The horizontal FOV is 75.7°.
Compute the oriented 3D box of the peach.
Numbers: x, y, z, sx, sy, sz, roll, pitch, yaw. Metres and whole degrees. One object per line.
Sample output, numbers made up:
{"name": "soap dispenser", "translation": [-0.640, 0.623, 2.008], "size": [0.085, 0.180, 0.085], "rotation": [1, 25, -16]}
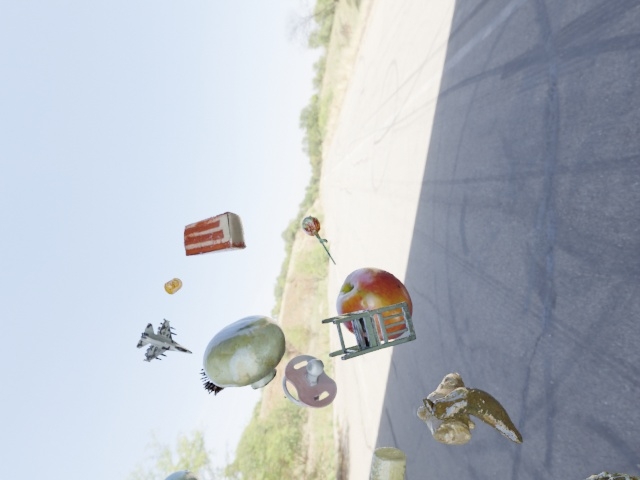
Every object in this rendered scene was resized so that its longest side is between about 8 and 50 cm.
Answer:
{"name": "peach", "translation": [0.271, 0.321, 2.029], "size": [0.388, 0.389, 0.387], "rotation": [-173, 90, -88]}

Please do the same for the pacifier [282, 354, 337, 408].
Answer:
{"name": "pacifier", "translation": [-0.050, 0.746, 2.233], "size": [0.273, 0.220, 0.332], "rotation": [-49, 53, 12]}

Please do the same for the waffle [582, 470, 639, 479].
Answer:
{"name": "waffle", "translation": [0.823, 0.739, 1.217], "size": [0.223, 0.204, 0.054], "rotation": [96, 152, -64]}

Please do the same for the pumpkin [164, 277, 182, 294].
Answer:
{"name": "pumpkin", "translation": [-0.526, 0.162, 1.492], "size": [0.050, 0.083, 0.028], "rotation": [60, -156, -7]}

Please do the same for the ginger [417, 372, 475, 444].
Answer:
{"name": "ginger", "translation": [0.454, 0.581, 1.445], "size": [0.354, 0.190, 0.126], "rotation": [-26, -71, -59]}

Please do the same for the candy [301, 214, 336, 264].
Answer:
{"name": "candy", "translation": [0.001, -0.001, 1.753], "size": [0.287, 0.078, 0.084], "rotation": [58, 168, 39]}

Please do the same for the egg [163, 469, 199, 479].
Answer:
{"name": "egg", "translation": [-0.504, 0.923, 1.451], "size": [0.236, 0.169, 0.169], "rotation": [-110, 27, -73]}

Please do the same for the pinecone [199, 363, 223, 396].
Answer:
{"name": "pinecone", "translation": [-0.522, 0.668, 2.041], "size": [0.163, 0.165, 0.163], "rotation": [-40, -8, -7]}

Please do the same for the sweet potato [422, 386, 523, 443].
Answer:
{"name": "sweet potato", "translation": [0.482, 0.530, 1.300], "size": [0.098, 0.310, 0.124], "rotation": [79, -154, -78]}

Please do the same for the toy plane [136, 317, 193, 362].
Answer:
{"name": "toy plane", "translation": [-0.566, 0.372, 1.493], "size": [0.234, 0.082, 0.159], "rotation": [47, -122, -51]}

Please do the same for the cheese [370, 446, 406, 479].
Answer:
{"name": "cheese", "translation": [0.237, 0.828, 1.452], "size": [0.094, 0.123, 0.167], "rotation": [-156, 70, -85]}

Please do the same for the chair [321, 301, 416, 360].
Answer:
{"name": "chair", "translation": [0.158, 0.301, 1.388], "size": [0.147, 0.271, 0.136], "rotation": [147, 110, -70]}

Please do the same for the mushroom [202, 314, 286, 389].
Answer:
{"name": "mushroom", "translation": [-0.291, 0.447, 1.640], "size": [0.260, 0.352, 0.352], "rotation": [61, -173, -12]}

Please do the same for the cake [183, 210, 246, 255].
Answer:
{"name": "cake", "translation": [-0.439, -0.022, 1.760], "size": [0.160, 0.262, 0.158], "rotation": [7, -106, -62]}
